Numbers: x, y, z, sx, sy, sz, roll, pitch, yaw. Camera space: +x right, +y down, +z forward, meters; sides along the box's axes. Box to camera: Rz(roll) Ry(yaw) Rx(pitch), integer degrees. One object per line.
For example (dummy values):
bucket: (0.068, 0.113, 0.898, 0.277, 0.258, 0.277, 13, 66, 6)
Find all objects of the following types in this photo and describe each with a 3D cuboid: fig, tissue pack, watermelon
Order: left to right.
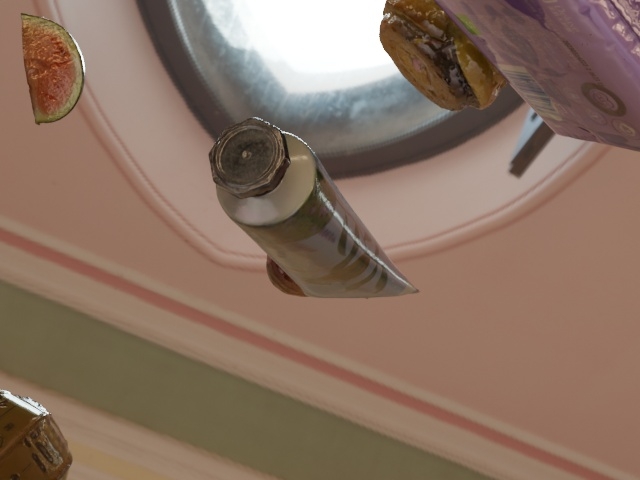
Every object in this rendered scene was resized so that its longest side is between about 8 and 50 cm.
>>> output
watermelon: (-0.389, -0.258, 1.310, 0.086, 0.163, 0.069, -4, -171, 4)
fig: (-0.001, 0.025, 1.213, 0.152, 0.119, 0.119, 7, -132, 4)
tissue pack: (0.240, -0.250, 0.844, 0.338, 0.242, 0.160, 41, -95, -26)

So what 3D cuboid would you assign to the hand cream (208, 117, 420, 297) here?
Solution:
hand cream: (0.000, 0.000, 0.570, 0.091, 0.271, 0.058, -4, -110, 15)

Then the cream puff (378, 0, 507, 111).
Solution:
cream puff: (0.160, -0.246, 1.050, 0.189, 0.189, 0.129, 43, -94, 11)

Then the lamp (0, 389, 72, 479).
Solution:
lamp: (-0.356, 0.253, 0.894, 0.161, 0.161, 0.185, 37, -148, 5)
